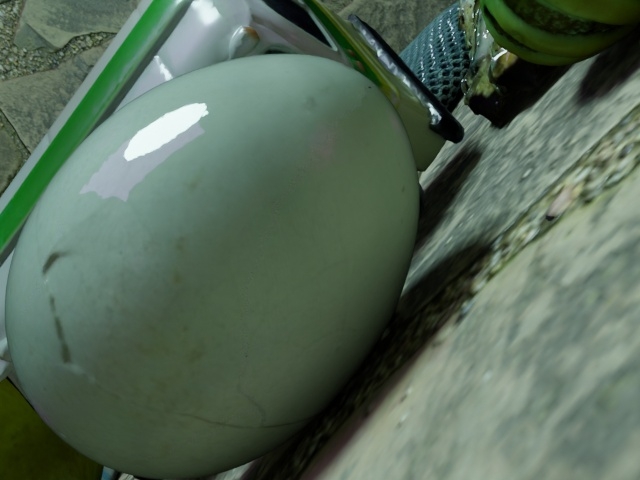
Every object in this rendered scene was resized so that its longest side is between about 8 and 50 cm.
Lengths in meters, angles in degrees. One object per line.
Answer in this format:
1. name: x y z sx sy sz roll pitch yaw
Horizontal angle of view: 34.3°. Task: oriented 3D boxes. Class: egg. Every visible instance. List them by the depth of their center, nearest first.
1. egg: -0.044 0.011 0.435 0.209 0.151 0.151 -48 4 31

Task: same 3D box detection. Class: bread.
1. bread: 0.124 -0.130 0.425 0.139 0.071 0.130 -47 3 39

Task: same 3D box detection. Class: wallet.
1. wallet: 0.069 -0.120 1.044 0.342 0.075 0.237 -53 7 -38

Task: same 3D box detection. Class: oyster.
1. oyster: 0.146 -0.184 0.613 0.259 0.092 0.198 -55 1 -21

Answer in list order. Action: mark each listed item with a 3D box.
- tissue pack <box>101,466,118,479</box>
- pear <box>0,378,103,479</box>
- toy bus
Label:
1. tissue pack: -0.356 0.307 1.322 0.159 0.145 0.229 -50 4 0
2. pear: -0.355 0.212 0.801 0.413 0.352 0.352 -35 -4 -26
3. toy bus: -0.086 -0.012 0.623 0.305 0.179 0.143 -50 42 17
